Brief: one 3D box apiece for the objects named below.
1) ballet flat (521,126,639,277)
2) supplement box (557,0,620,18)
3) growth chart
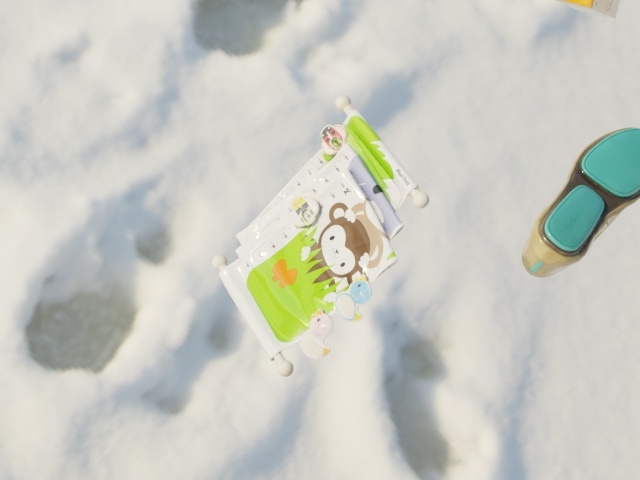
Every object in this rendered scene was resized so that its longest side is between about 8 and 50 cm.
[{"bbox_3d":[0.279,-0.041,1.574,0.080,0.073,0.232,43,53,10],"label":"ballet flat"},{"bbox_3d":[0.218,-0.214,1.195,0.036,0.062,0.098,17,10,20],"label":"supplement box"},{"bbox_3d":[0.000,0.000,1.440,0.172,0.237,0.021,47,14,29],"label":"growth chart"}]
